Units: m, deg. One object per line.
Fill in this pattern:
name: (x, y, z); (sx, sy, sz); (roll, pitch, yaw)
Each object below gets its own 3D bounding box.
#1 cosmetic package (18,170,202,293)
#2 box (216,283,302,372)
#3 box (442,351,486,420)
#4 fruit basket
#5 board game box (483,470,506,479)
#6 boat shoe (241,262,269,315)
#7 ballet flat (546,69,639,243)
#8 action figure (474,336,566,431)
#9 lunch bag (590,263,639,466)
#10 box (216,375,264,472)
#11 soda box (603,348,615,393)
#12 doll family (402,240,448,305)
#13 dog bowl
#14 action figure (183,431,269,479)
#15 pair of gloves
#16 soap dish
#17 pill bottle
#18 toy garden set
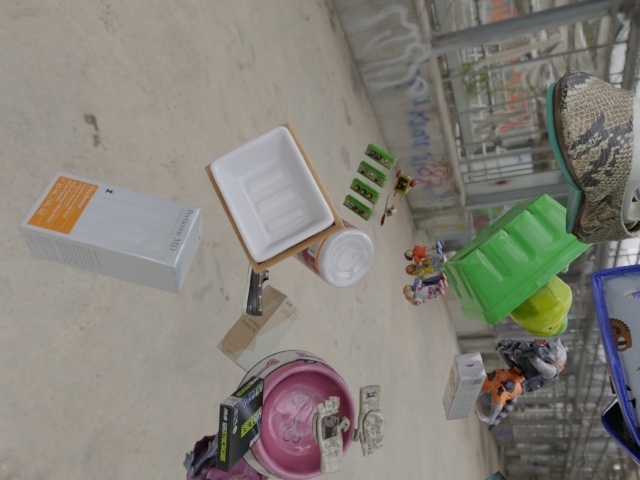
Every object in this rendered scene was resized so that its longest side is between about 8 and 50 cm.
cosmetic package: (-0.605, -0.025, 1.598); (0.162, 0.452, 0.230); (105, -1, -54)
box: (-0.231, 0.338, 2.048); (0.311, 0.148, 0.121); (-51, 131, -15)
box: (0.361, 0.379, 1.371); (0.324, 0.067, 0.063); (79, 4, -55)
fruit basket: (0.555, 0.116, 1.417); (0.283, 0.391, 0.393); (127, -43, -85)
board game box: (0.416, 0.638, 1.296); (0.026, 0.126, 0.186); (57, 0, -1)
boat shoe: (-0.191, 0.117, 1.636); (0.081, 0.068, 0.228); (119, -20, -74)
ballet flat: (0.471, -0.116, 0.841); (0.482, 0.181, 0.164); (36, 61, -56)
action figure: (0.591, 0.405, 1.623); (0.179, 0.330, 0.341); (56, 4, 8)
lunch bag: (0.593, 0.230, 0.876); (0.327, 0.238, 0.386); (8, 70, -55)
box: (-0.211, 0.485, 1.435); (0.190, 0.045, 0.184); (-23, 117, -69)
soda box: (0.759, 0.308, 1.372); (0.060, 0.053, 0.169); (-48, 123, -57)
doll family: (0.367, 0.135, 1.907); (0.118, 0.163, 0.263); (44, 40, -41)
dog bowl: (-0.068, 0.557, 1.690); (0.150, 0.407, 0.409); (165, -81, -66)
action figure: (-0.258, 0.771, 1.821); (0.370, 0.248, 0.276); (39, 56, -41)
pair of gloves: (0.081, 0.531, 1.528); (0.240, 0.042, 0.204); (-9, 91, -32)
soap dish: (-0.106, -0.096, 1.253); (0.291, 0.228, 0.118); (63, 2, 13)
pill bottle: (0.000, 0.000, 1.999); (0.392, 0.224, 0.224); (35, -29, 52)
toy garden set: (0.188, -0.162, 1.766); (0.049, 0.203, 0.244); (-24, 144, -50)
